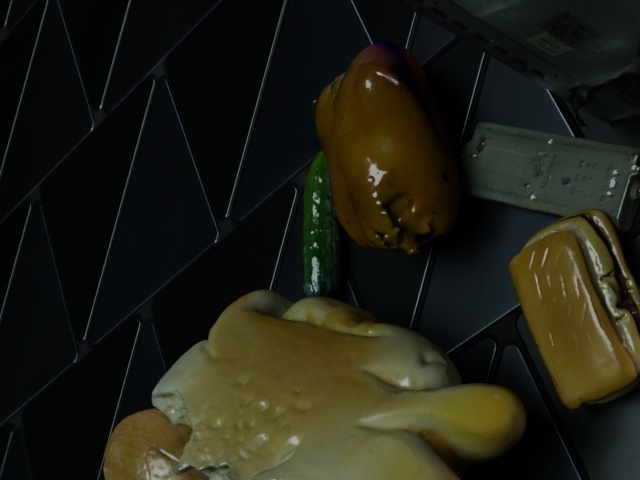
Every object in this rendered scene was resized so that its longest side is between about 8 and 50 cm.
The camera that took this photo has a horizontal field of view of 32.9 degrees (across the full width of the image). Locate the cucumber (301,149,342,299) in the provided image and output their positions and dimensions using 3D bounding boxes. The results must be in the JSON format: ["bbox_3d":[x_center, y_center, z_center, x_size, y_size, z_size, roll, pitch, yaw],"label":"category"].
[{"bbox_3d":[0.000,0.000,1.425,0.056,0.056,0.250,-13,69,38],"label":"cucumber"}]

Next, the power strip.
[{"bbox_3d":[0.273,-0.072,1.218,0.268,0.034,0.092,16,90,42],"label":"power strip"}]

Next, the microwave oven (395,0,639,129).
[{"bbox_3d":[0.264,-0.326,1.021,0.236,0.432,0.374,-14,71,39],"label":"microwave oven"}]

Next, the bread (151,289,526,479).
[{"bbox_3d":[0.006,0.193,1.188,0.424,0.329,0.245,21,93,48],"label":"bread"}]

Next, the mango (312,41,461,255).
[{"bbox_3d":[0.077,-0.111,1.303,0.153,0.201,0.287,-15,57,2],"label":"mango"}]

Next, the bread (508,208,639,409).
[{"bbox_3d":[0.276,0.071,1.142,0.116,0.077,0.200,-37,64,45],"label":"bread"}]

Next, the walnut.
[{"bbox_3d":[-0.195,0.304,1.444,0.197,0.165,0.165,3,81,44],"label":"walnut"}]
